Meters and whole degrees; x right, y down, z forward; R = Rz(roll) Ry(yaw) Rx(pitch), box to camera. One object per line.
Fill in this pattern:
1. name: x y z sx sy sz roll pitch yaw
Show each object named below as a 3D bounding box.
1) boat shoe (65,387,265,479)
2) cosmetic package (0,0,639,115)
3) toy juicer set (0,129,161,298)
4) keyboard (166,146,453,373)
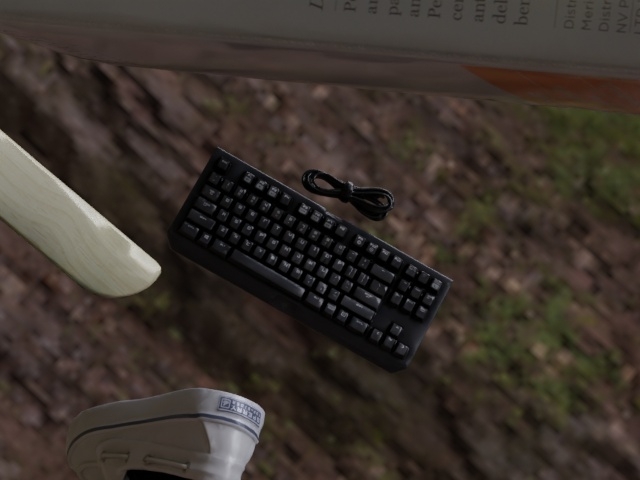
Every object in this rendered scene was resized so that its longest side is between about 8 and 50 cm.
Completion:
1. boat shoe: -0.139 0.180 1.508 0.095 0.084 0.258 23 -25 -23
2. cosmetic package: 0.036 -0.172 1.076 0.453 0.161 0.230 8 0 21
3. toy juicer set: -0.259 0.006 0.778 0.209 0.329 0.089 62 -11 -12
4. keyboard: 0.000 0.000 1.240 0.180 0.108 0.023 30 -19 -2
